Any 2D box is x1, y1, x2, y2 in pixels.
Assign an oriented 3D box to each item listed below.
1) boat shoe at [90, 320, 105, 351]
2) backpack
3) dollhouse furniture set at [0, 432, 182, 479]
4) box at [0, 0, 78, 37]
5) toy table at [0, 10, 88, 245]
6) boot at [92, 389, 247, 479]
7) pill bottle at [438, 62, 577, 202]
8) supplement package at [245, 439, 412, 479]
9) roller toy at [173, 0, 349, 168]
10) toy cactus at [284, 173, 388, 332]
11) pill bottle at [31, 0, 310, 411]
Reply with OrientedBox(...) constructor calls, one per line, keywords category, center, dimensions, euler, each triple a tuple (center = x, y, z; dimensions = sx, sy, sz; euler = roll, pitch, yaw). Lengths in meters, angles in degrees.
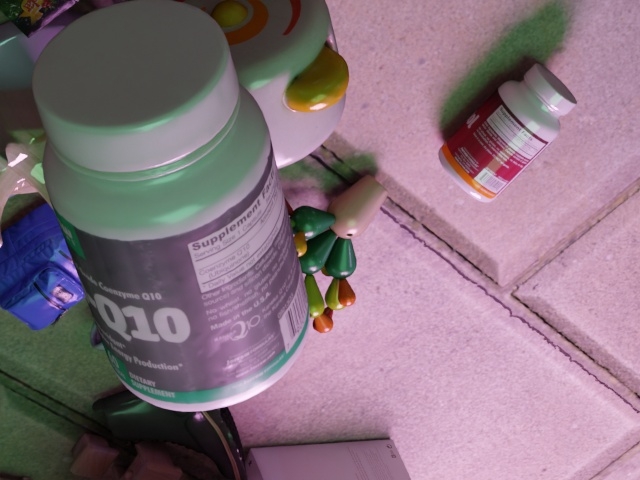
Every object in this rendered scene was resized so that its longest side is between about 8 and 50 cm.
OrientedBox(category="boat shoe", center=(-0.168, 0.005, 2.035), dimensions=(0.103, 0.118, 0.320), euler=(-5, 139, -27))
OrientedBox(category="backpack", center=(-0.288, 0.028, 2.010), dimensions=(0.120, 0.101, 0.098), euler=(-39, 142, 8))
OrientedBox(category="dollhouse furniture set", center=(-0.374, 0.362, 2.231), dimensions=(0.355, 0.174, 0.303), euler=(17, 121, -36))
OrientedBox(category="box", center=(-0.231, -0.311, 1.754), dimensions=(0.233, 0.044, 0.159), euler=(-35, 135, 9))
OrientedBox(category="toy table", center=(-0.295, -0.083, 1.858), dimensions=(0.252, 0.161, 0.274), euler=(27, 115, -40))
OrientedBox(category="boot", center=(-0.176, 0.231, 2.282), dimensions=(0.137, 0.077, 0.198), euler=(-22, 123, 2))
OrientedBox(category="pill bottle", center=(0.209, -0.121, 2.110), dimensions=(0.086, 0.086, 0.152), euler=(27, 115, -40))
OrientedBox(category="supplement package", center=(0.015, 0.374, 2.408), dimensions=(0.203, 0.194, 0.149), euler=(-1, 130, -24))
OrientedBox(category="roller toy", center=(-0.077, -0.171, 1.848), dimensions=(0.191, 0.209, 0.146), euler=(-16, 135, -3))
OrientedBox(category="toy cactus", center=(0.000, 0.000, 2.137), dimensions=(0.180, 0.112, 0.219), euler=(-47, 133, -6))
OrientedBox(category="pill bottle", center=(-0.134, -0.029, 1.727), dimensions=(0.204, 0.204, 0.361), euler=(-20, 135, -7))
